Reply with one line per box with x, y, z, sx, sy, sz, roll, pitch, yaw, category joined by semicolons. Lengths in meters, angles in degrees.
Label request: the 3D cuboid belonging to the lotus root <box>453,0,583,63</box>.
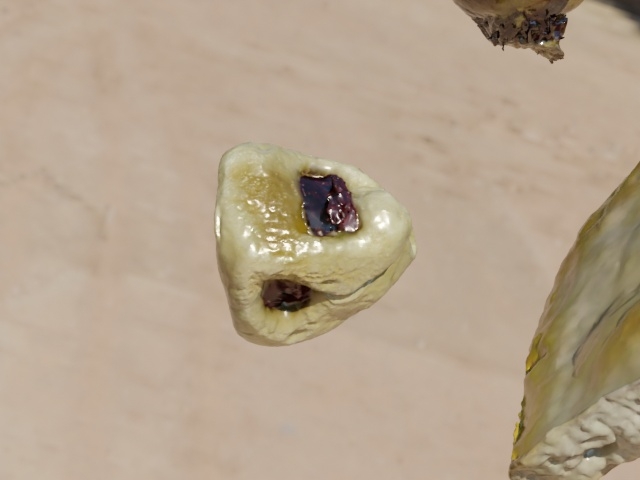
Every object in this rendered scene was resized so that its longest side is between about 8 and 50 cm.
0.196;-0.334;2.021;0.169;0.314;0.141;0;6;31;lotus root

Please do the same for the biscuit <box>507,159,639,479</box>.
0.330;0.005;1.577;0.104;0.429;0.446;42;27;-13;biscuit

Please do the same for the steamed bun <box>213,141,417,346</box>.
0.000;0.000;1.625;0.155;0.140;0.172;-5;-29;6;steamed bun
